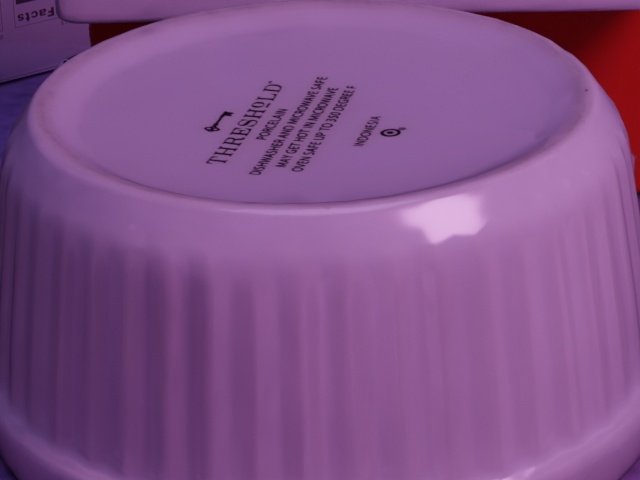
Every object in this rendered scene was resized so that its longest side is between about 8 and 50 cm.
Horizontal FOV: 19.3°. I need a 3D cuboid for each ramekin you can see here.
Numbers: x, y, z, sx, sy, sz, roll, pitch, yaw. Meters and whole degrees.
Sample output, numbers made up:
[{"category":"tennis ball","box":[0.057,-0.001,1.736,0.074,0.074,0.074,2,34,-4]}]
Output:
[{"category":"ramekin","box":[0.000,0.000,0.724,0.272,0.127,0.273,-1,26,1]}]

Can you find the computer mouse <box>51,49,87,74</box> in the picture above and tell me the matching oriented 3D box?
[{"category":"computer mouse","box":[-0.056,-0.082,0.998,0.193,0.042,0.106,-14,33,-34]}]

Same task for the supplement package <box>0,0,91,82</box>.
[{"category":"supplement package","box":[-0.232,-0.240,1.074,0.198,0.263,0.199,-18,31,-31]}]

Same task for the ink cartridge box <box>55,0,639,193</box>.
[{"category":"ink cartridge box","box":[0.022,-0.113,0.827,0.275,0.239,0.060,-1,27,2]}]
